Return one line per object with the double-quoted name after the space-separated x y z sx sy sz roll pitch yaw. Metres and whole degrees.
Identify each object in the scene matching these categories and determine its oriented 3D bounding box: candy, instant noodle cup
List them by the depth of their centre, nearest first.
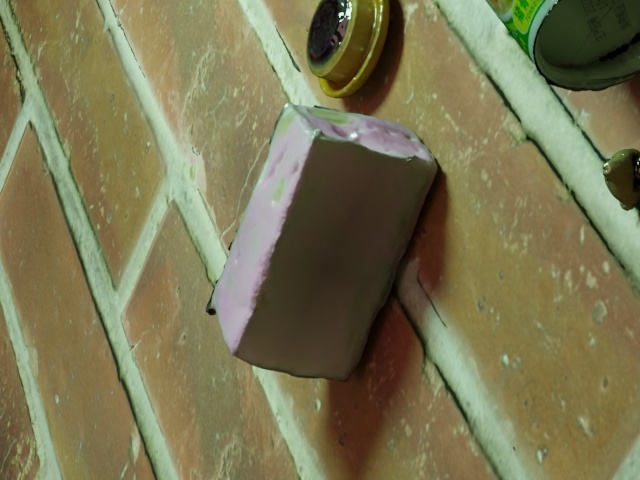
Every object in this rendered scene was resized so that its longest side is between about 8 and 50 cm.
0.204 -0.257 1.696 0.207 0.207 0.233 -56 41 37 "instant noodle cup"
0.000 0.000 2.012 0.265 0.155 0.116 -69 24 17 "candy"

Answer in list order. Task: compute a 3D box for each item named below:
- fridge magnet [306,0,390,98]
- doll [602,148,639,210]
0.029 -0.226 2.149 0.143 0.063 0.143 -42 40 49 "fridge magnet"
0.280 -0.058 1.637 0.093 0.051 0.062 -1 76 33 "doll"
